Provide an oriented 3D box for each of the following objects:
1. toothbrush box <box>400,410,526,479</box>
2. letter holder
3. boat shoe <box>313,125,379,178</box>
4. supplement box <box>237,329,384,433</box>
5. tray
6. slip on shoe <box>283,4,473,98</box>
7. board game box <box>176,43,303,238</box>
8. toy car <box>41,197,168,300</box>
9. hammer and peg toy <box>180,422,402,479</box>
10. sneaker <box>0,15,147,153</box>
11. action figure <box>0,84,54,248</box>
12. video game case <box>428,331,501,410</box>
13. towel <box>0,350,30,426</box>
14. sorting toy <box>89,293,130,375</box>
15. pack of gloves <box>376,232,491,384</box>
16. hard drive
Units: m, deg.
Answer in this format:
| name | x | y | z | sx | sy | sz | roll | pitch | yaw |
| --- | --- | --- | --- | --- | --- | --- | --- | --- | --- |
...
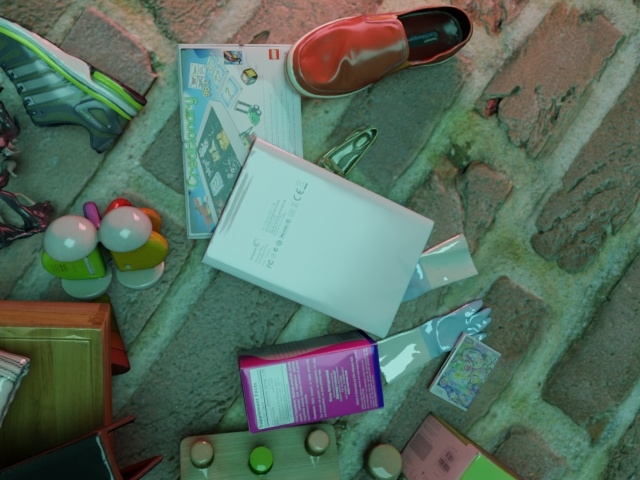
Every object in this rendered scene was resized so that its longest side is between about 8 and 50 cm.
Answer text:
| name | x | y | z | sx | sy | sz | roll | pitch | yaw |
| --- | --- | --- | --- | --- | --- | --- | --- | --- | --- |
| toothbrush box | 0.291 | 0.438 | 1.033 | 0.283 | 0.206 | 0.122 | 39 | 85 | -9 |
| letter holder | -0.358 | 0.355 | 0.829 | 0.302 | 0.214 | 0.151 | -23 | 84 | 4 |
| boat shoe | 0.036 | -0.135 | 1.037 | 0.153 | 0.048 | 0.056 | -41 | 99 | -6 |
| supplement box | -0.020 | 0.226 | 1.014 | 0.220 | 0.111 | 0.113 | -7 | 95 | -9 |
| tray | -0.410 | 0.283 | 0.894 | 0.203 | 0.076 | 0.410 | 3 | 115 | -10 |
| slip on shoe | 0.098 | -0.313 | 0.996 | 0.332 | 0.101 | 0.122 | -18 | 97 | -15 |
| board game box | -0.127 | -0.159 | 1.004 | 0.193 | 0.053 | 0.305 | -3 | 93 | -11 |
| toy car | -0.328 | -0.002 | 0.944 | 0.182 | 0.159 | 0.136 | -11 | 55 | -11 |
| hammer and peg toy | -0.033 | 0.426 | 0.965 | 0.362 | 0.127 | 0.265 | -2 | 63 | -9 |
| sneaker | -0.421 | -0.238 | 0.924 | 0.300 | 0.111 | 0.121 | 29 | 92 | -8 |
| action figure | -0.501 | -0.121 | 0.892 | 0.164 | 0.141 | 0.275 | -18 | 102 | 21 |
| video game case | 0.258 | 0.235 | 1.105 | 0.087 | 0.011 | 0.122 | 31 | 92 | -18 |
| towel | -0.546 | 0.243 | 0.708 | 0.312 | 0.056 | 0.324 | 18 | 75 | 1 |
| sorting toy | -0.473 | 0.129 | 0.948 | 0.366 | 0.127 | 0.126 | 7 | 67 | -11 |
| pack of gloves | 0.188 | 0.122 | 1.079 | 0.232 | 0.046 | 0.195 | -24 | 96 | -8 |
| hard drive | 0.000 | 0.000 | 0.990 | 0.319 | 0.040 | 0.210 | 24 | 87 | -12 |
